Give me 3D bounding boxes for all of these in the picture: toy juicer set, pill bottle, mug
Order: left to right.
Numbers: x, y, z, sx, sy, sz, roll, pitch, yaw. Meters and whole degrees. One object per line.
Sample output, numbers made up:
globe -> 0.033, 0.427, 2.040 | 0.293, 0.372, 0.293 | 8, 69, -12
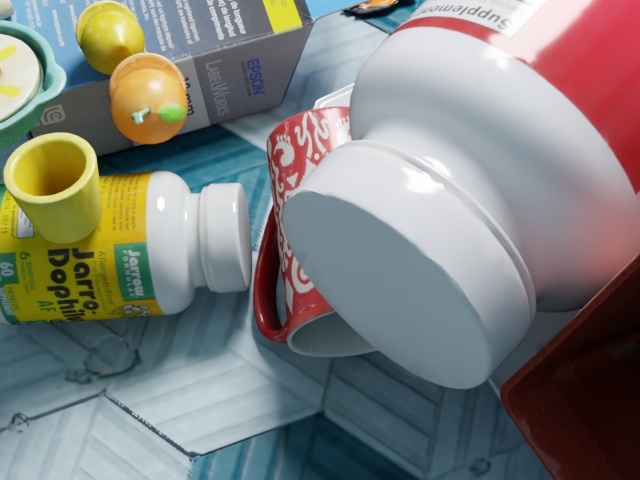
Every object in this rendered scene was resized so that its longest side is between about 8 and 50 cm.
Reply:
toy juicer set -> -0.251, -0.146, 1.102 | 0.329, 0.089, 0.209 | 29, 61, 28
pill bottle -> -0.163, 0.005, 1.102 | 0.208, 0.118, 0.118 | -4, 54, 4
mug -> -0.001, -0.004, 1.062 | 0.150, 0.113, 0.169 | -17, 67, 14
pill bottle -> 0.169, -0.101, 0.951 | 0.229, 0.229, 0.408 | 32, 66, 26

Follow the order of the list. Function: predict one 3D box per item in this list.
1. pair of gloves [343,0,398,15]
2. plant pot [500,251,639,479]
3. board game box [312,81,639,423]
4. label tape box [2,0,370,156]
pair of gloves -> 0.051, -0.248, 1.321 | 0.074, 0.010, 0.083 | -13, 51, 0
plant pot -> 0.318, 0.106, 0.861 | 0.235, 0.267, 0.267 | -28, 74, -26
board game box -> 0.247, -0.049, 1.128 | 0.389, 0.050, 0.390 | -26, 55, -10
label tape box -> -0.124, -0.222, 1.265 | 0.333, 0.106, 0.241 | -16, 54, -3
